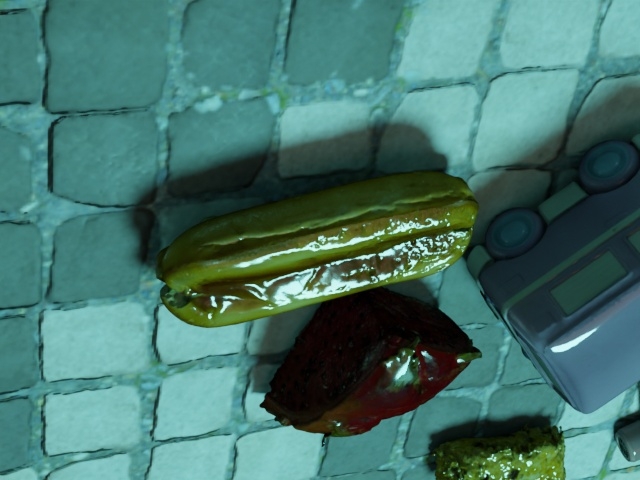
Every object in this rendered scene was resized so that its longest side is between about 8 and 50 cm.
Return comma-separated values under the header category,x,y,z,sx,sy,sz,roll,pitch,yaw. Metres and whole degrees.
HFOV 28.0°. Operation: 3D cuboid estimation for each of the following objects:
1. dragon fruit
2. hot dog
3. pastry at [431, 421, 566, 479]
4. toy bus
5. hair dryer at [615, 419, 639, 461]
category,x,y,z,sx,sy,sz,roll,pitch,yaw
dragon fruit,0.042,0.117,1.035,0.120,0.127,0.161,26,111,-30
hot dog,0.000,0.000,0.952,0.249,0.068,0.100,-12,144,-14
pastry,0.174,0.218,1.222,0.140,0.056,0.080,-8,118,-18
toy bus,0.241,0.025,1.038,0.202,0.142,0.142,-35,133,4
hair dryer,0.324,0.166,1.273,0.063,0.037,0.114,-21,125,-7
